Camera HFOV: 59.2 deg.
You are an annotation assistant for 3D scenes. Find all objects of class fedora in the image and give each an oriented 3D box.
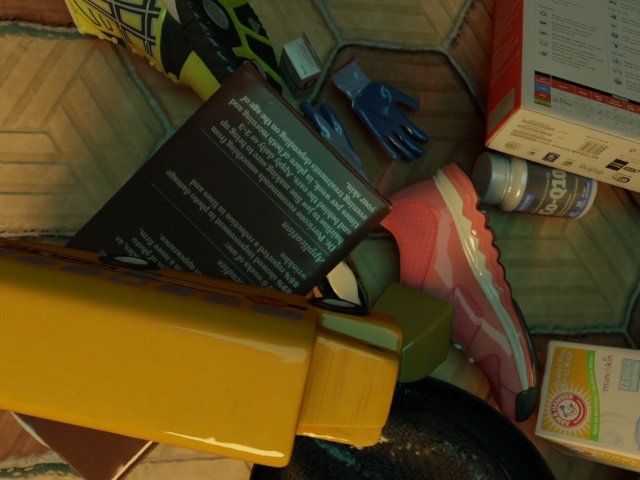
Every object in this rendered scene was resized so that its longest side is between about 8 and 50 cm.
[{"bbox_3d":[0.076,0.249,0.539,0.335,0.152,0.333,-4,55,6],"label":"fedora"}]

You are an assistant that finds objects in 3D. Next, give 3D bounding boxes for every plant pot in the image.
[{"bbox_3d":[0.090,0.109,0.625,0.081,0.081,0.083,20,35,31],"label":"plant pot"}]

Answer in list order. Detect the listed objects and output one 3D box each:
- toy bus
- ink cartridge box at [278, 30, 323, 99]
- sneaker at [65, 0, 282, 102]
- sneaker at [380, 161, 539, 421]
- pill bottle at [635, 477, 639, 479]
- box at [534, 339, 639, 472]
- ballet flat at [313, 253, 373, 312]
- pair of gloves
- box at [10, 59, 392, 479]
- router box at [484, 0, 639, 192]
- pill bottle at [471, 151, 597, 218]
[{"bbox_3d":[-0.107,0.083,0.432,0.333,0.130,0.108,12,94,0],"label":"toy bus"},{"bbox_3d":[-0.025,-0.211,0.683,0.028,0.083,0.048,-29,88,-12],"label":"ink cartridge box"},{"bbox_3d":[-0.194,-0.272,0.656,0.147,0.145,0.384,-34,101,27],"label":"sneaker"},{"bbox_3d":[0.161,0.071,0.681,0.136,0.116,0.313,-20,89,13],"label":"sneaker"},{"bbox_3d":[0.477,0.210,0.665,0.169,0.169,0.301,28,78,-5],"label":"pill bottle"},{"bbox_3d":[0.348,0.184,0.593,0.103,0.203,0.114,38,63,-41],"label":"box"},{"bbox_3d":[0.000,0.000,0.664,0.080,0.073,0.232,-30,88,-10],"label":"ballet flat"},{"bbox_3d":[0.045,-0.133,0.698,0.159,0.023,0.198,48,66,-9],"label":"pair of gloves"},{"bbox_3d":[-0.130,0.036,0.562,0.381,0.143,0.191,-44,92,1],"label":"box"},{"bbox_3d":[0.388,-0.215,0.713,0.336,0.082,0.300,15,64,-7],"label":"router box"},{"bbox_3d":[0.267,-0.072,0.715,0.137,0.078,0.078,6,82,-8],"label":"pill bottle"}]
